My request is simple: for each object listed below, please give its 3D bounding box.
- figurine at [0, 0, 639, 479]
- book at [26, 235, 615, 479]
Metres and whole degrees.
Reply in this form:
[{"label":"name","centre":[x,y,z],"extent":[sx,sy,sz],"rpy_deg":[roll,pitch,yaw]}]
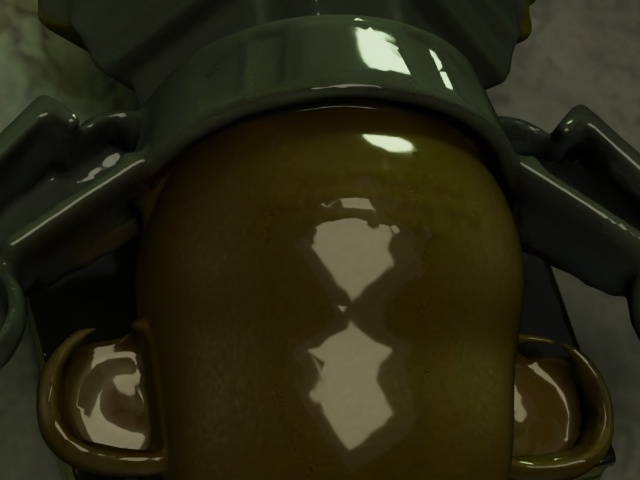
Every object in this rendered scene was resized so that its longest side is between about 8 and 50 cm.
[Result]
[{"label":"figurine","centre":[-0.001,-0.001,0.692],"extent":[0.343,0.167,0.284],"rpy_deg":[-12,59,6]},{"label":"book","centre":[-0.004,0.048,0.773],"extent":[0.228,0.024,0.160],"rpy_deg":[-11,71,-14]}]
